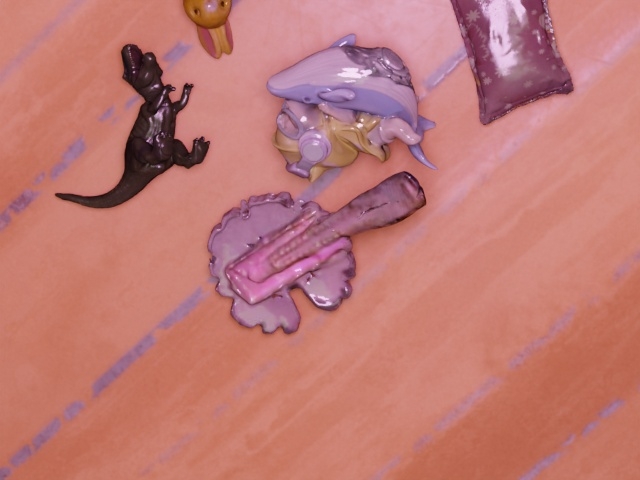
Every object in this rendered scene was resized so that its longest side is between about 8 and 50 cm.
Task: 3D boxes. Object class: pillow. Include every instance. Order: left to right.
[{"bbox_3d":[0.213,-0.234,1.518,0.118,0.043,0.185,-17,100,9],"label":"pillow"}]

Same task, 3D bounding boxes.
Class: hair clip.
[{"bbox_3d":[0.004,-0.004,1.554,0.300,0.069,0.173,-29,102,28],"label":"hair clip"}]

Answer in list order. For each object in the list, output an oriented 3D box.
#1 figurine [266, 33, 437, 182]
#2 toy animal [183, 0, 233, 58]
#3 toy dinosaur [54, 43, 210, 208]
[{"bbox_3d":[0.036,-0.139,1.508,0.208,0.128,0.184,25,126,-14],"label":"figurine"},{"bbox_3d":[-0.127,-0.285,1.519,0.083,0.070,0.159,-13,106,8],"label":"toy animal"},{"bbox_3d":[-0.222,-0.131,1.582,0.179,0.087,0.187,0,86,40],"label":"toy dinosaur"}]
